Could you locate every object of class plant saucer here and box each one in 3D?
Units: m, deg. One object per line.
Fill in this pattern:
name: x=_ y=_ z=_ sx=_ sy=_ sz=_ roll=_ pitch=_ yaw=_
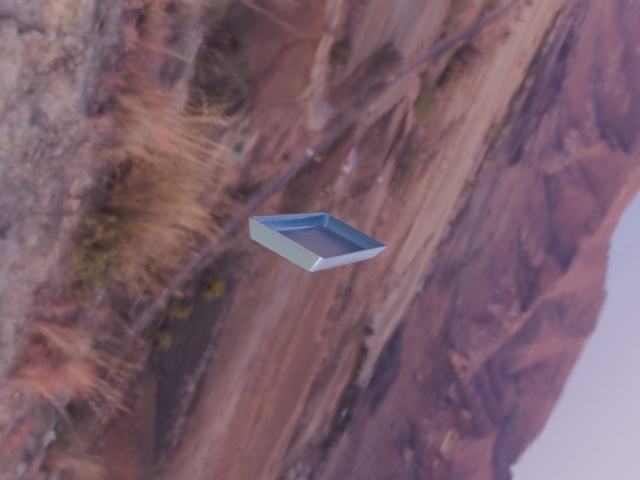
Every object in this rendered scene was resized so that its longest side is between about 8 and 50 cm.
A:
plant saucer: x=0.000 y=0.000 z=0.886 sx=0.018 sy=0.067 sz=0.192 roll=-64 pitch=166 yaw=11
